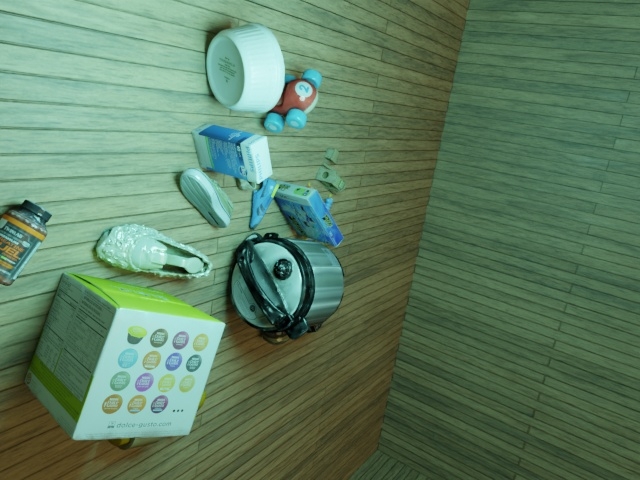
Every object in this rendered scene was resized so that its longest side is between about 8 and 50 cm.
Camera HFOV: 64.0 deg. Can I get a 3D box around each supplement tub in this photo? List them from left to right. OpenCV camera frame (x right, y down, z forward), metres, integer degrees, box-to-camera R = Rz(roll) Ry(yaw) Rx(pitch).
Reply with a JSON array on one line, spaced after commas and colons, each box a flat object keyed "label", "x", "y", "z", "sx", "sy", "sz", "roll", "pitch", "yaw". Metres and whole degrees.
[{"label": "supplement tub", "x": -0.729, "y": 0.001, "z": 1.219, "sx": 0.198, "sy": 0.106, "sz": 0.106, "roll": -62, "pitch": 148, "yaw": -16}]

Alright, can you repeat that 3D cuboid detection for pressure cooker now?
[{"label": "pressure cooker", "x": -0.144, "y": 0.163, "z": 1.983, "sx": 0.420, "sy": 0.369, "sz": 0.376, "roll": 5, "pitch": 98, "yaw": -62}]

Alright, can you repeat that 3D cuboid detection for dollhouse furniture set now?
[{"label": "dollhouse furniture set", "x": 0.085, "y": -0.310, "z": 2.354, "sx": 0.182, "sy": 0.101, "sz": 0.161, "roll": 32, "pitch": 78, "yaw": -58}]

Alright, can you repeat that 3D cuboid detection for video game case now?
[{"label": "video game case", "x": -0.058, "y": -0.107, "z": 2.046, "sx": 0.061, "sy": 0.244, "sz": 0.269, "roll": -48, "pitch": 130, "yaw": -20}]

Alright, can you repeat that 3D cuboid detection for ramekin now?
[{"label": "ramekin", "x": -0.242, "y": -0.524, "z": 1.580, "sx": 0.127, "sy": 0.273, "sz": 0.273, "roll": -21, "pitch": 124, "yaw": -38}]

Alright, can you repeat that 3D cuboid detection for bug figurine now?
[{"label": "bug figurine", "x": -0.031, "y": -0.130, "z": 2.293, "sx": 0.279, "sy": 0.072, "sz": 0.216, "roll": 20, "pitch": 89, "yaw": -60}]

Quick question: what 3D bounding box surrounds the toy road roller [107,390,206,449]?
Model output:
[{"label": "toy road roller", "x": -0.528, "y": 0.550, "z": 1.694, "sx": 0.202, "sy": 0.240, "sz": 0.330, "roll": 16, "pitch": 92, "yaw": -59}]

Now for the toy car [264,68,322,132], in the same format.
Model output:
[{"label": "toy car", "x": -0.146, "y": -0.540, "z": 1.792, "sx": 0.238, "sy": 0.210, "sz": 0.219, "roll": 39, "pitch": 61, "yaw": -44}]

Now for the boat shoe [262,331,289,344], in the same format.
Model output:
[{"label": "boat shoe", "x": -0.120, "y": 0.350, "z": 2.347, "sx": 0.355, "sy": 0.132, "sz": 0.130, "roll": -30, "pitch": 130, "yaw": -50}]

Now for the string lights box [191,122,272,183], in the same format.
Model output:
[{"label": "string lights box", "x": -0.283, "y": -0.279, "z": 1.630, "sx": 0.077, "sy": 0.259, "sz": 0.133, "roll": -42, "pitch": 139, "yaw": -40}]

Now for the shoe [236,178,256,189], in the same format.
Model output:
[{"label": "shoe", "x": -0.280, "y": -0.272, "z": 1.833, "sx": 0.076, "sy": 0.058, "sz": 0.219, "roll": -48, "pitch": 142, "yaw": -34}]

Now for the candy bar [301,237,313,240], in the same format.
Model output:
[{"label": "candy bar", "x": -0.091, "y": 0.016, "z": 2.280, "sx": 0.161, "sy": 0.018, "sz": 0.040, "roll": -28, "pitch": 132, "yaw": -15}]

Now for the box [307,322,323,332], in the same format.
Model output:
[{"label": "box", "x": -0.043, "y": 0.254, "z": 2.356, "sx": 0.216, "sy": 0.060, "sz": 0.270, "roll": -44, "pitch": 115, "yaw": -54}]

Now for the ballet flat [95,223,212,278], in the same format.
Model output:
[{"label": "ballet flat", "x": -0.489, "y": 0.045, "z": 1.599, "sx": 0.409, "sy": 0.147, "sz": 0.147, "roll": 21, "pitch": 88, "yaw": -58}]

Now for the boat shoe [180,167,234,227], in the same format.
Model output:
[{"label": "boat shoe", "x": -0.378, "y": -0.156, "z": 1.721, "sx": 0.302, "sy": 0.109, "sz": 0.094, "roll": 71, "pitch": 31, "yaw": -58}]

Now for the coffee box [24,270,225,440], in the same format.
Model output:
[{"label": "coffee box", "x": -0.535, "y": 0.309, "z": 1.413, "sx": 0.337, "sy": 0.338, "sz": 0.334, "roll": 21, "pitch": 87, "yaw": -48}]

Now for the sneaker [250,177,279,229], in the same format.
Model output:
[{"label": "sneaker", "x": -0.237, "y": -0.145, "z": 1.982, "sx": 0.209, "sy": 0.082, "sz": 0.069, "roll": -62, "pitch": -170, "yaw": 12}]

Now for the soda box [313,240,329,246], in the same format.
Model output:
[{"label": "soda box", "x": 0.000, "y": 0.000, "z": 2.424, "sx": 0.181, "sy": 0.058, "sz": 0.061, "roll": -20, "pitch": 123, "yaw": -52}]
